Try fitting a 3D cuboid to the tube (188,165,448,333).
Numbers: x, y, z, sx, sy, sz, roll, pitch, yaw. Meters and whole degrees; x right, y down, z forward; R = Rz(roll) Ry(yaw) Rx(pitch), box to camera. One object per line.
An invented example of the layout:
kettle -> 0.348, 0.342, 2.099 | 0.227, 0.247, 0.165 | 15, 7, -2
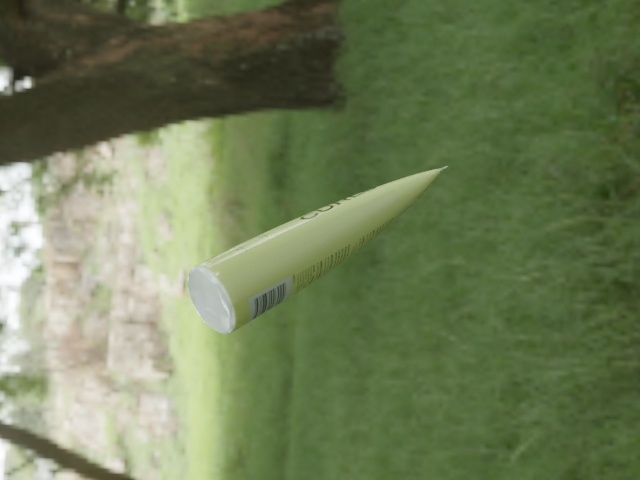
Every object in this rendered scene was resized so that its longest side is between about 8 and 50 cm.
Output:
tube -> 0.000, 0.000, 1.159 | 0.070, 0.240, 0.062 | 25, 133, 45
